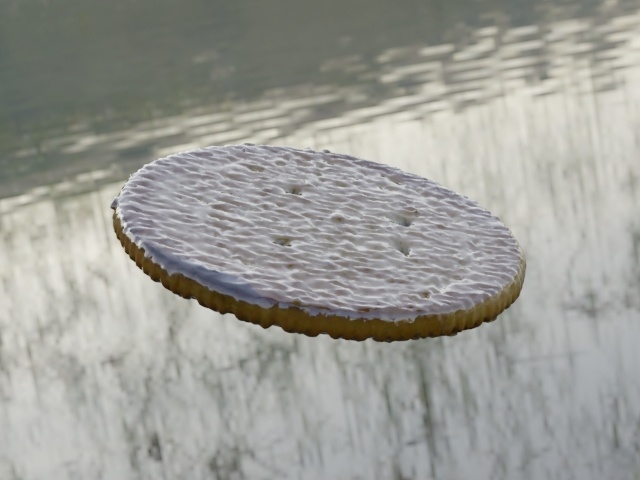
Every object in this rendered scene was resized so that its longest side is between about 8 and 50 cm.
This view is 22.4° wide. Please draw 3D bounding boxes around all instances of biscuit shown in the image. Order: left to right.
[{"bbox_3d":[0.000,0.000,1.168,0.305,0.038,0.305,8,24,-4],"label":"biscuit"}]
